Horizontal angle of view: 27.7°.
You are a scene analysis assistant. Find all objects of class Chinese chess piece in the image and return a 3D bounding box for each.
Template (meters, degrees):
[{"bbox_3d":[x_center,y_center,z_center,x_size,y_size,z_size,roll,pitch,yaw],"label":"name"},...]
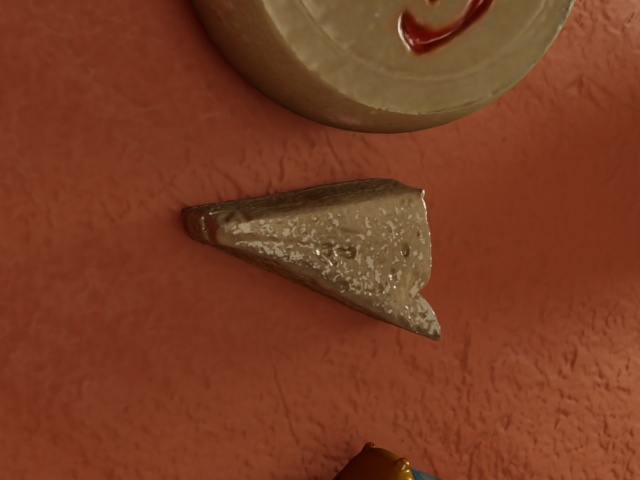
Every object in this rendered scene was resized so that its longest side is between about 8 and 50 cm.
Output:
[{"bbox_3d":[0.040,-0.200,0.799,0.273,0.102,0.273,-3,97,-25],"label":"Chinese chess piece"}]

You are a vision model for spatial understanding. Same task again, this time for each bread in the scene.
[{"bbox_3d":[-0.005,0.021,0.820,0.152,0.077,0.105,-10,100,-23],"label":"bread"}]

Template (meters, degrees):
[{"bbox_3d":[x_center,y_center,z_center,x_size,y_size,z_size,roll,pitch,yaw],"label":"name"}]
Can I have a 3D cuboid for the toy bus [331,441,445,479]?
[{"bbox_3d":[0.030,0.237,0.841,0.136,0.126,0.209,38,80,-16],"label":"toy bus"}]
